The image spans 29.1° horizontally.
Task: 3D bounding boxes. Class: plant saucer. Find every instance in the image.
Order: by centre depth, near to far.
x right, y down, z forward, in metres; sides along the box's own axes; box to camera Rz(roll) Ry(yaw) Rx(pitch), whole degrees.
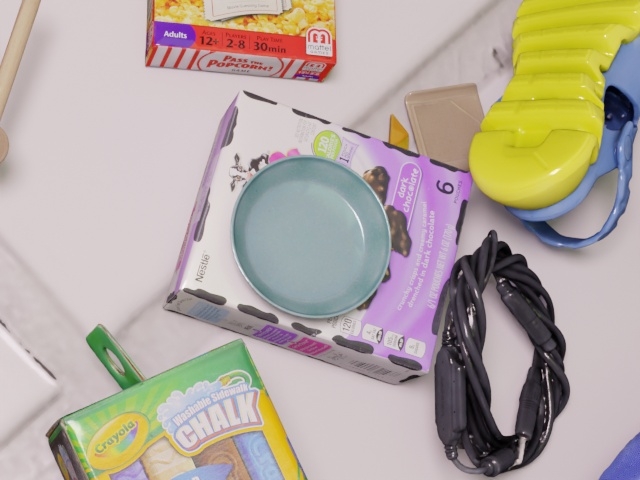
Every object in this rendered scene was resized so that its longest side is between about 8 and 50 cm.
[{"bbox_3d":[-0.008,-0.001,0.880,0.119,0.021,0.119,4,76,-17],"label":"plant saucer"}]

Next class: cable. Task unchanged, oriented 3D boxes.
[{"bbox_3d":[0.143,0.084,0.933,0.150,0.047,0.184,2,85,-46],"label":"cable"}]

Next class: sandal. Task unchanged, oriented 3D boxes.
[{"bbox_3d":[0.218,-0.116,1.021,0.317,0.126,0.138,-59,137,-30],"label":"sandal"}]

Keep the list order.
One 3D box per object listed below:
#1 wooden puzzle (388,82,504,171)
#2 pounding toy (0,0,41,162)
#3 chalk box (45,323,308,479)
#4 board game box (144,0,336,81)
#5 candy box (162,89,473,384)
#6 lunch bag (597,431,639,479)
[{"bbox_3d":[0.106,-0.091,1.022,0.116,0.014,0.079,-4,81,-18],"label":"wooden puzzle"},{"bbox_3d":[-0.290,-0.135,0.874,0.181,0.094,0.206,-29,95,-27],"label":"pounding toy"},{"bbox_3d":[-0.098,0.152,0.831,0.132,0.132,0.213,-22,84,-21],"label":"chalk box"},{"bbox_3d":[-0.064,-0.230,0.988,0.146,0.045,0.193,3,75,-17],"label":"board game box"},{"bbox_3d":[0.000,0.000,0.934,0.196,0.070,0.165,19,71,-12],"label":"candy box"},{"bbox_3d":[0.378,0.257,0.898,0.328,0.239,0.385,-38,96,-20],"label":"lunch bag"}]
